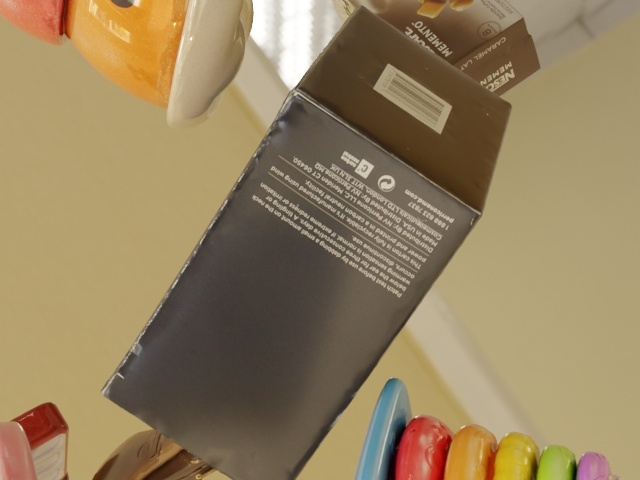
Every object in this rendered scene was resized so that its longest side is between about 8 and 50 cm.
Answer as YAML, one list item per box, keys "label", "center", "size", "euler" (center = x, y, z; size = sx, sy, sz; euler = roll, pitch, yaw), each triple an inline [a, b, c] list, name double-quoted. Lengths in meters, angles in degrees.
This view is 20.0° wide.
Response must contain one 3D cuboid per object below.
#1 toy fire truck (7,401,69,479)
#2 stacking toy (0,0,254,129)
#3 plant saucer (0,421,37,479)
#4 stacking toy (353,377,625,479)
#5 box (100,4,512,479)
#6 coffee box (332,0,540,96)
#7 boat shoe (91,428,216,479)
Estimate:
- label: "toy fire truck"
  center: [-0.381, 0.297, 1.956]
  size: [0.254, 0.169, 0.302]
  euler: [-28, 160, -19]
- label: "stacking toy"
  center: [-0.276, -0.315, 1.624]
  size: [0.350, 0.479, 0.351]
  euler: [-166, -90, -87]
- label: "plant saucer"
  center: [-0.293, 0.325, 1.575]
  size: [0.084, 0.332, 0.332]
  euler: [-2, 154, -15]
- label: "stacking toy"
  center: [0.180, 0.216, 1.414]
  size: [0.166, 0.301, 0.175]
  euler: [-73, 157, -51]
- label: "box"
  center: [0.000, 0.000, 1.572]
  size: [0.312, 0.179, 0.343]
  euler: [-55, -178, 21]
- label: "coffee box"
  center: [0.130, -0.264, 2.178]
  size: [0.141, 0.246, 0.098]
  euler: [-34, 141, -6]
- label: "boat shoe"
  center: [-0.140, 0.210, 1.690]
  size: [0.207, 0.073, 0.073]
  euler: [-33, -151, 43]
